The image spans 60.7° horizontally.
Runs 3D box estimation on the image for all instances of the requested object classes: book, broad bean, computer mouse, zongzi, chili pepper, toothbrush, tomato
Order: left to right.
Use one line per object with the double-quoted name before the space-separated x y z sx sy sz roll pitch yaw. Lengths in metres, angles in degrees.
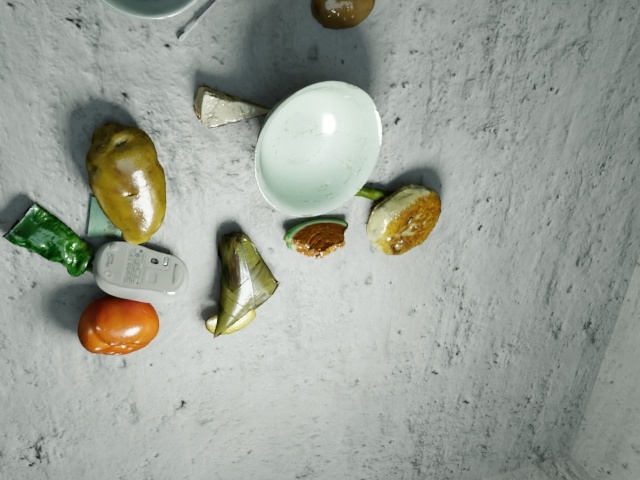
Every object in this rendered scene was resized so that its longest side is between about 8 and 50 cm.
"chili pepper" -0.790 0.017 1.648 0.270 0.099 0.136 42 71 -27
"book" -0.662 -0.069 1.696 0.103 0.017 0.135 6 113 -23
"tomato" -0.651 0.268 1.763 0.259 0.180 0.260 -16 163 -5
"computer mouse" -0.572 0.107 1.743 0.296 0.184 0.121 11 151 -26
"toothbrush" -0.332 -0.628 1.533 0.194 0.017 0.014 -44 122 5
"zongzi" -0.308 0.152 1.840 0.300 0.138 0.286 -43 124 -21
"broad bean" 0.187 -0.169 1.955 0.256 0.053 0.052 13 152 -24

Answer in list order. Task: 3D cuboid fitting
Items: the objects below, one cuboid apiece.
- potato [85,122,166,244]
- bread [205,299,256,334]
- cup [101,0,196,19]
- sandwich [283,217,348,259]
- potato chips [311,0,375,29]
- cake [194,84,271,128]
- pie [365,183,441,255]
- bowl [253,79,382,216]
"potato" -0.560 -0.161 1.606 0.195 0.176 0.369 -43 135 -47
"bread" -0.334 0.256 1.966 0.187 0.065 0.149 -24 114 -18
"cup" -0.440 -0.738 1.348 0.347 0.163 0.347 -9 118 -16
"sandwich" 0.000 -0.004 1.918 0.235 0.159 0.079 -27 147 -32
"potato chips" 0.072 -0.710 1.629 0.201 0.049 0.150 -8 113 -10
"cake" -0.269 -0.377 1.646 0.220 0.086 0.117 13 110 -26
"pie" 0.313 -0.065 2.006 0.315 0.092 0.315 -19 136 -20
"bowl" -0.039 -0.308 1.690 0.434 0.196 0.435 -16 128 -22
